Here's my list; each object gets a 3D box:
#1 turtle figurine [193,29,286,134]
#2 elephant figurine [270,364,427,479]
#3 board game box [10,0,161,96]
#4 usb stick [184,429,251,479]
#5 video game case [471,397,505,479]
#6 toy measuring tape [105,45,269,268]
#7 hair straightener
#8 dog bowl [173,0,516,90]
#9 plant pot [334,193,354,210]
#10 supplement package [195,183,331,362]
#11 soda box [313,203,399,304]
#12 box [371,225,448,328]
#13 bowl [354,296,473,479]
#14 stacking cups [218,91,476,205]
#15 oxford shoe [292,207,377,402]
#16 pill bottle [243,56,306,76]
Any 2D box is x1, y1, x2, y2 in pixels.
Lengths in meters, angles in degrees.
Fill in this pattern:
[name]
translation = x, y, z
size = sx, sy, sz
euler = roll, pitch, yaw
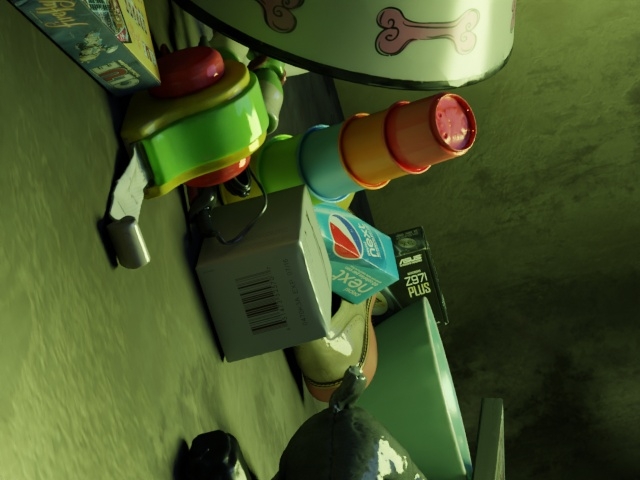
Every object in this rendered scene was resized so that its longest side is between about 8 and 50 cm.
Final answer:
[turtle figurine]
translation = -0.102, -0.251, 1.670
size = 0.198, 0.275, 0.266
euler = 103, 3, -51
[elephant figurine]
translation = 0.010, 0.274, 1.295
size = 0.186, 0.169, 0.239
euler = 45, 31, -12
[board game box]
translation = -0.185, -0.219, 1.099
size = 0.243, 0.042, 0.165
euler = 50, 26, -76
[usb stick]
translation = -0.050, 0.280, 1.166
size = 0.077, 0.045, 0.278
euler = -108, -179, -72
[video game case]
translation = 0.244, 0.412, 2.143
size = 0.275, 0.035, 0.248
euler = -74, 163, -52
[toy measuring tape]
translation = -0.102, -0.079, 1.205
size = 0.330, 0.121, 0.121
euler = -92, 166, -64
[hair straightener]
translation = -0.097, -0.099, 1.405
size = 0.047, 0.089, 0.230
euler = 68, 9, -61
[dog bowl]
translation = 0.026, -0.320, 1.483
size = 0.408, 0.408, 0.150
euler = -95, -159, -56
[plant pot]
translation = -0.025, -0.045, 1.840
size = 0.134, 0.134, 0.095
euler = -91, -170, -66
[supplement package]
translation = -0.052, 0.028, 1.441
size = 0.179, 0.105, 0.105
euler = -88, 161, -70
[soda box]
translation = 0.000, 0.000, 1.745
size = 0.210, 0.071, 0.067
euler = 30, 39, -43
[box]
translation = 0.097, 0.077, 2.318
size = 0.077, 0.180, 0.147
euler = -95, 170, -61
[bowl]
translation = 0.119, 0.254, 2.197
size = 0.311, 0.163, 0.311
euler = -15, 90, -84
[stacking cups]
translation = 0.031, -0.088, 1.517
size = 0.096, 0.316, 0.096
euler = 14, 70, -42
[oxford shoe]
translation = 0.007, 0.040, 1.894
size = 0.348, 0.123, 0.130
euler = -99, 167, -49
[pill bottle]
translation = -0.064, -0.377, 2.003
size = 0.162, 0.162, 0.278
euler = 56, 21, -73
